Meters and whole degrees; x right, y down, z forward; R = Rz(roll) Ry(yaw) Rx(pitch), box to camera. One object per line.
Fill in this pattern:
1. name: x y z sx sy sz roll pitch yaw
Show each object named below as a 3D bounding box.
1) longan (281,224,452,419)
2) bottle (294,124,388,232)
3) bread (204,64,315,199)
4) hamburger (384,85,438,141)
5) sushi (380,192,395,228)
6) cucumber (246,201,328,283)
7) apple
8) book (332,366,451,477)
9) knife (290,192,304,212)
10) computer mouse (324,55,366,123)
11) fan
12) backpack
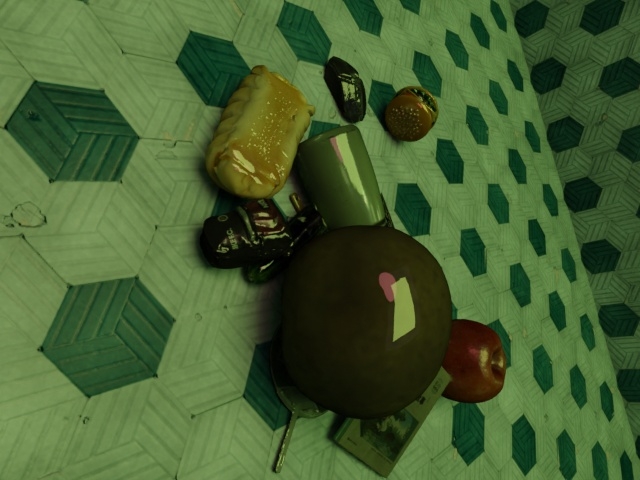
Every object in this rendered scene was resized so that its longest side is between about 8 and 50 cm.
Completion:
1. longan: 0.078 0.151 0.864 0.361 0.361 0.360 16 66 -40
2. bottle: 0.067 -0.083 1.051 0.168 0.168 0.346 -30 103 -45
3. bread: -0.129 -0.214 0.926 0.173 0.121 0.311 36 54 -24
4. hamburger: 0.270 -0.378 1.345 0.162 0.162 0.115 54 47 -17
5. sushi: 0.165 -0.054 1.190 0.201 0.031 0.139 -35 104 -75
6. cucumber: -0.068 0.010 0.946 0.241 0.074 0.074 -46 109 -35
7. apple: 0.378 0.317 1.195 0.218 0.201 0.218 13 72 -46
8. book: 0.169 0.372 1.017 0.215 0.025 0.282 47 72 -30
9. knife: 0.001 0.000 1.055 0.046 0.022 0.256 -38 104 -48
10. computer mouse: 0.079 -0.421 1.237 0.106 0.062 0.192 -26 94 -45
11. fan: -0.046 0.279 0.925 0.294 0.012 0.223 -35 102 -45
12. backpack: -0.138 -0.012 0.840 0.165 0.105 0.120 -19 59 -30
